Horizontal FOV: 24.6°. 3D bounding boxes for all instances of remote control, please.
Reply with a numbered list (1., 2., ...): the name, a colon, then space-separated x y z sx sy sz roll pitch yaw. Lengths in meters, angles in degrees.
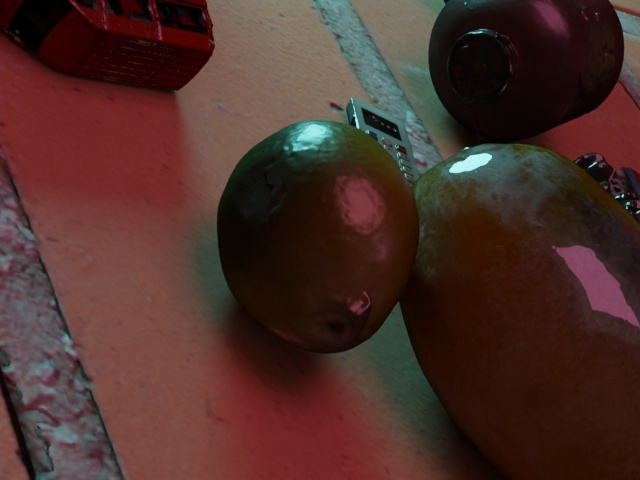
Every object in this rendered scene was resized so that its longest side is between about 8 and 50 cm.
1. remote control: 0.055 -0.067 1.317 0.065 0.029 0.166 23 31 -23

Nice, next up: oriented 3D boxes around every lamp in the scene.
1. lamp: 0.212 -0.187 1.502 0.180 0.180 0.258 48 31 13

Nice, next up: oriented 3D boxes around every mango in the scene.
1. mango: 0.192 0.094 1.113 0.221 0.199 0.384 -11 72 -41

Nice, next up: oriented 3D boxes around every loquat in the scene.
1. loquat: 0.000 0.000 1.063 0.152 0.152 0.195 25 35 -23

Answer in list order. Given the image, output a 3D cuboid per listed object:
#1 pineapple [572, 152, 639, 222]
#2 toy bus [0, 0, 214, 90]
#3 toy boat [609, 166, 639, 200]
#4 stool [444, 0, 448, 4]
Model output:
1. pineapple: 0.289 0.028 1.298 0.357 0.223 0.223 26 32 7
2. toy bus: -0.182 -0.181 1.171 0.195 0.081 0.089 7 54 -42
3. toy boat: 0.313 -0.009 1.474 0.059 0.069 0.173 6 40 -13
4. stool: 0.235 -0.360 1.720 0.179 0.179 0.264 31 32 -13
